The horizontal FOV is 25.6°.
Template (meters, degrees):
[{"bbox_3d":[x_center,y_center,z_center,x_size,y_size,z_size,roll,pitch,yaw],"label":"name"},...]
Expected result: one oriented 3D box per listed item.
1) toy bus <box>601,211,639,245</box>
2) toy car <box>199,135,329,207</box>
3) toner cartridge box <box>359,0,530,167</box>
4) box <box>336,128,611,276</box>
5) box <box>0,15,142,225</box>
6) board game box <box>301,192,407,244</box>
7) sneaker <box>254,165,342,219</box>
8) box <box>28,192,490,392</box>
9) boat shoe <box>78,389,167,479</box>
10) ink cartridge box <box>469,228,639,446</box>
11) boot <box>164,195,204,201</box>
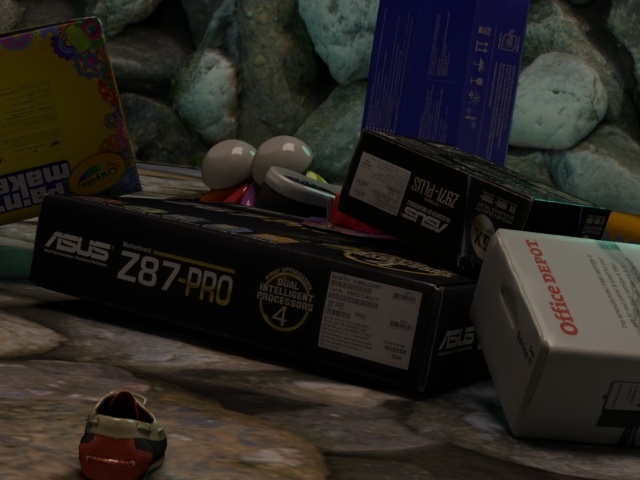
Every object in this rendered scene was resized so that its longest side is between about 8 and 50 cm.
[{"bbox_3d":[0.365,0.048,1.475,0.108,0.130,0.332,6,6,-14],"label":"toy bus"},{"bbox_3d":[-0.070,-0.030,1.665,0.182,0.159,0.136,-1,38,34],"label":"toy car"},{"bbox_3d":[0.115,-0.096,1.473,0.075,0.348,0.165,4,7,-35],"label":"toner cartridge box"},{"bbox_3d":[0.131,-0.026,1.211,0.180,0.077,0.147,26,13,34],"label":"box"},{"bbox_3d":[-0.353,-0.111,1.425,0.290,0.177,0.279,-15,11,-10],"label":"box"},{"bbox_3d":[0.054,-0.023,1.338,0.133,0.033,0.168,10,5,4],"label":"board game box"},{"bbox_3d":[0.000,0.000,1.581,0.217,0.121,0.079,20,17,-37],"label":"sneaker"},{"bbox_3d":[-0.010,0.037,1.275,0.395,0.097,0.318,12,4,29],"label":"box"},{"bbox_3d":[-0.109,0.105,0.775,0.049,0.043,0.137,6,5,-2],"label":"boat shoe"},{"bbox_3d":[0.229,0.074,1.037,0.208,0.087,0.153,7,33,-13],"label":"ink cartridge box"},{"bbox_3d":[-0.107,-0.029,1.826,0.219,0.082,0.106,6,9,5],"label":"boot"}]
